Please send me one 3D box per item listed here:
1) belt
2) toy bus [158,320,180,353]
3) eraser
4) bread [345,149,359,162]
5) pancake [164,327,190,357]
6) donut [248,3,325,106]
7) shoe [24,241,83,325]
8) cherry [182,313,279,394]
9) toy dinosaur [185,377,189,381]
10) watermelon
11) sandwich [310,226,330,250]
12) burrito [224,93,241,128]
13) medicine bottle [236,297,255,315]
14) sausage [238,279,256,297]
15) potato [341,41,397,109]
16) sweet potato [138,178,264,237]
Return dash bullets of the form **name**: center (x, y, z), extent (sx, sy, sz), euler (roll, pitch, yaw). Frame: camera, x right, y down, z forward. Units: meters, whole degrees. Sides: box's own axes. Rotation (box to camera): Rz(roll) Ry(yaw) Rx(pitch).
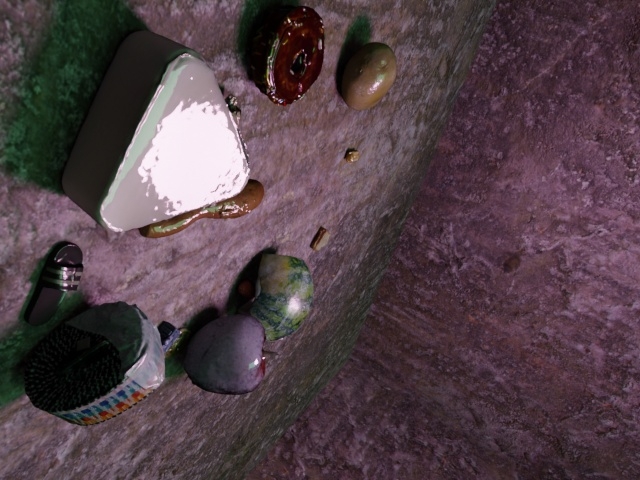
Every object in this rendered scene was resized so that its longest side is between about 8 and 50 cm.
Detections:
- **belt**: center (-0.459, 0.254, 0.944), extent (0.257, 0.207, 0.150), euler (-34, 152, -18)
- **toy bus**: center (-0.457, 0.304, 1.245), extent (0.166, 0.047, 0.065), euler (-53, 163, -16)
- **eraser**: center (-0.278, -0.202, 0.811), extent (0.331, 0.149, 0.332), euler (-38, 148, -30)
- **bread**: center (0.126, -0.333, 1.779), extent (0.088, 0.033, 0.049), euler (-33, 133, -58)
- **pancake**: center (-0.431, 0.308, 1.355), extent (0.108, 0.017, 0.108), euler (-51, 162, -23)
- **donut**: center (-0.081, -0.437, 1.069), extent (0.235, 0.089, 0.235), euler (-49, 157, -30)
- **shoe**: center (-0.496, 0.092, 0.861), extent (0.179, 0.049, 0.071), euler (-62, 161, 4)
- **cherry**: center (-0.280, 0.361, 1.426), extent (0.218, 0.295, 0.255), euler (-112, -158, -63)
- **toy dinosaur**: center (-0.391, 0.397, 1.550), extent (0.220, 0.032, 0.108), euler (-45, 160, -12)
- **watermelon**: center (-0.143, 0.204, 1.565), extent (0.180, 0.223, 0.306), euler (-9, -108, 63)
- **sandwich**: center (0.000, 0.000, 1.926), extent (0.105, 0.035, 0.093), euler (-57, 160, -8)
- **burrito**: center (-0.239, -0.221, 1.026), extent (0.230, 0.063, 0.058), euler (-61, 169, 8)
- **medicine bottle**: center (-0.253, 0.313, 1.677), extent (0.132, 0.088, 0.189), euler (-33, 146, -52)
- **sausage**: center (-0.247, 0.168, 1.539), extent (0.054, 0.059, 0.094), euler (-39, 161, -2)
- **potato**: center (0.150, -0.512, 1.427), extent (0.177, 0.160, 0.235), euler (-10, 156, -15)
- **sweet potato**: center (-0.259, -0.088, 1.102), extent (0.385, 0.109, 0.109), euler (-30, 144, -52)
